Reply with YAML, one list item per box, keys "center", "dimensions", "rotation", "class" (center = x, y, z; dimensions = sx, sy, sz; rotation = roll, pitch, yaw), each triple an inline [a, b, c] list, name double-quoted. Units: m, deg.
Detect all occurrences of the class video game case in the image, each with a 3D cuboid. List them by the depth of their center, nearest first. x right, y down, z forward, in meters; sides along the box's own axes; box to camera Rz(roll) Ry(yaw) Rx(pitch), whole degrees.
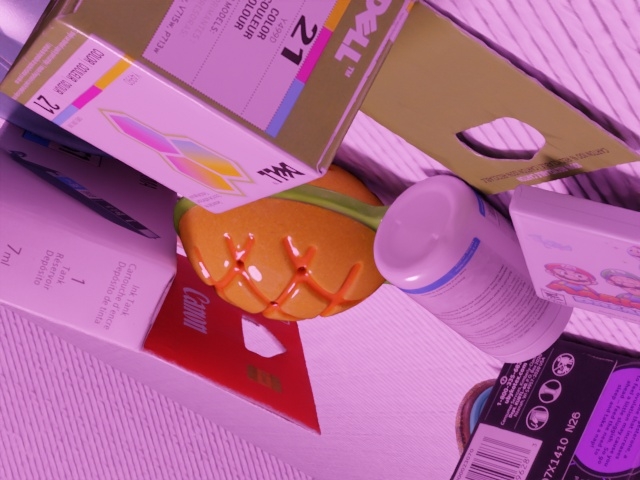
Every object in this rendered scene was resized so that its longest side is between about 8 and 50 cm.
- center: [0.179, 0.021, 0.854]
  dimensions: [0.157, 0.019, 0.143]
  rotation: [15, 165, 18]
  class: "video game case"

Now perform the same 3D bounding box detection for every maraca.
- center: [0.000, 0.000, 1.038]
  dimensions: [0.186, 0.099, 0.127]
  rotation: [6, 155, 11]
  class: "maraca"

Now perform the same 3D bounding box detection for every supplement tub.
- center: [0.088, 0.017, 0.964]
  dimensions: [0.107, 0.071, 0.071]
  rotation: [38, 165, -35]
  class: "supplement tub"

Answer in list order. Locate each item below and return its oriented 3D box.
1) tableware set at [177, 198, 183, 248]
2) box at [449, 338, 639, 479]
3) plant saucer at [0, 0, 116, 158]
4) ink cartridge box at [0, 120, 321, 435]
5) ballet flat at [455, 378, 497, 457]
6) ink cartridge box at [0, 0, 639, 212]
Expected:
- center: [-0.154, -0.030, 1.429]
  dimensions: [0.169, 0.020, 0.141]
  rotation: [28, 168, 4]
  class: "tableware set"
- center: [0.230, 0.201, 1.185]
  dimensions: [0.143, 0.165, 0.270]
  rotation: [13, 160, 49]
  class: "box"
- center: [-0.224, -0.136, 1.094]
  dimensions: [0.317, 0.043, 0.317]
  rotation: [27, 167, 7]
  class: "plant saucer"
- center: [-0.116, 0.010, 1.160]
  dimensions: [0.261, 0.066, 0.296]
  rotation: [22, -169, -10]
  class: "ink cartridge box"
- center: [0.232, 0.260, 1.374]
  dimensions: [0.348, 0.123, 0.123]
  rotation: [43, 169, 6]
  class: "ballet flat"
- center: [-0.006, -0.059, 0.798]
  dimensions: [0.255, 0.097, 0.189]
  rotation: [31, 167, -13]
  class: "ink cartridge box"
